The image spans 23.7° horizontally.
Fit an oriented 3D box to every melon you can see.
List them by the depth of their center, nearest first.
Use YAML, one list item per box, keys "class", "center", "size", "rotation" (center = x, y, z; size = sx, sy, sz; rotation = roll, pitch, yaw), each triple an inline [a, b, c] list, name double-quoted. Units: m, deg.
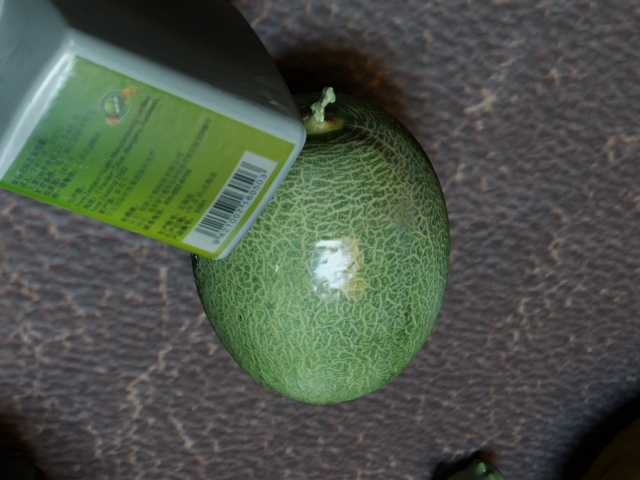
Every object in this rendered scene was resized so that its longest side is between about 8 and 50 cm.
- class: "melon"
  center: [0.000, 0.000, 0.794]
  size: [0.139, 0.139, 0.192]
  rotation: [-13, 132, -14]

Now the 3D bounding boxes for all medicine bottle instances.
- class: "medicine bottle"
  center: [-0.115, -0.079, 0.684]
  size: [0.188, 0.132, 0.088]
  rotation: [20, 117, -33]

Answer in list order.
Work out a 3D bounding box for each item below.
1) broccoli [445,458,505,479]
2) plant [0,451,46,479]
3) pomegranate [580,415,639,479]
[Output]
- class: "broccoli"
  center: [0.122, 0.289, 1.094]
  size: [0.145, 0.165, 0.304]
  rotation: [-13, 117, -5]
- class: "plant"
  center: [-0.237, 0.256, 0.843]
  size: [0.276, 0.199, 0.188]
  rotation: [-28, 106, -9]
- class: "pomegranate"
  center: [0.275, 0.214, 1.042]
  size: [0.233, 0.233, 0.233]
  rotation: [-12, 130, -15]
